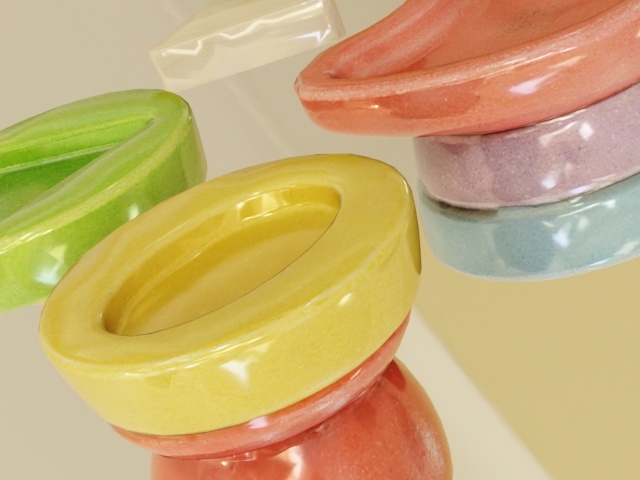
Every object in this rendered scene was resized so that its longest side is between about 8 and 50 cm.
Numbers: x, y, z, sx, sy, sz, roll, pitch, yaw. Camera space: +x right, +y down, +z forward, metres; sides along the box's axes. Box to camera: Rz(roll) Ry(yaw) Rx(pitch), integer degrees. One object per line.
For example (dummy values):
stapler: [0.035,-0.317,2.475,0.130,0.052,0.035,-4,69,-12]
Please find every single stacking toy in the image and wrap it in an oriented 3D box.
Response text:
stacking toy: [0.000,0.000,0.610,0.309,0.280,0.130,-39,-61,-33]
